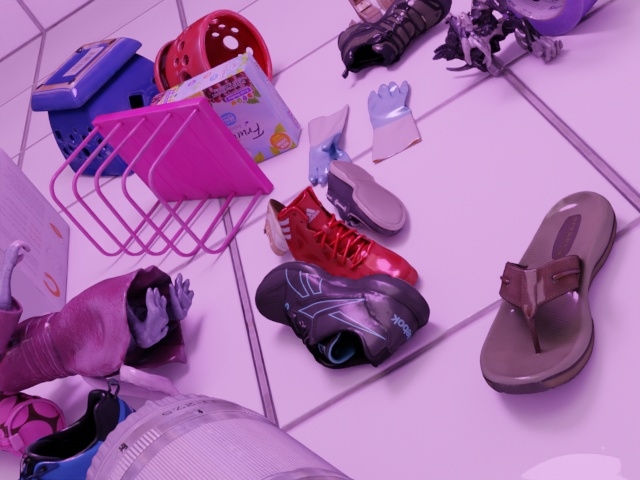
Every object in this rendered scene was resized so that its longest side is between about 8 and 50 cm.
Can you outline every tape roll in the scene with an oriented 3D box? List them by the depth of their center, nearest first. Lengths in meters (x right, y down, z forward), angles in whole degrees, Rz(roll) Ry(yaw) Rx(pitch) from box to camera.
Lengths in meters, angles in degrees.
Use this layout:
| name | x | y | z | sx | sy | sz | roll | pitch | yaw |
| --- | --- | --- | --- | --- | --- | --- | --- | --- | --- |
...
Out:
| name | x | y | z | sx | sy | sz | roll | pitch | yaw |
| --- | --- | --- | --- | --- | --- | --- | --- | --- | --- |
| tape roll | 0.334 | -0.407 | 1.515 | 0.080 | 0.189 | 0.189 | -47 | 32 | -21 |

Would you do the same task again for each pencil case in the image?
| name | x | y | z | sx | sy | sz | roll | pitch | yaw |
| --- | --- | --- | --- | --- | --- | --- | --- | --- | --- |
| pencil case | -0.464 | 0.265 | 1.450 | 0.209 | 0.095 | 0.098 | -5 | 11 | 42 |

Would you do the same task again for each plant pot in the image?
| name | x | y | z | sx | sy | sz | roll | pitch | yaw |
| --- | --- | --- | --- | --- | --- | --- | --- | --- | --- |
| plant pot | -0.217 | -0.332 | 1.965 | 0.174 | 0.191 | 0.191 | -19 | 33 | 39 |
| plant pot | -0.444 | -0.287 | 2.097 | 0.236 | 0.212 | 0.236 | 4 | 48 | 49 |

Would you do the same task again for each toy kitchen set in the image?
| name | x | y | z | sx | sy | sz | roll | pitch | yaw |
| --- | --- | --- | --- | --- | --- | --- | --- | --- | --- |
| toy kitchen set | 0.068 | -0.454 | 1.959 | 0.068 | 0.075 | 0.083 | -35 | 26 | 2 |

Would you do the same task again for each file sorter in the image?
| name | x | y | z | sx | sy | sz | roll | pitch | yaw |
| --- | --- | --- | --- | --- | --- | --- | --- | --- | --- |
| file sorter | -0.272 | -0.087 | 1.655 | 0.290 | 0.202 | 0.182 | -2 | 47 | 44 |

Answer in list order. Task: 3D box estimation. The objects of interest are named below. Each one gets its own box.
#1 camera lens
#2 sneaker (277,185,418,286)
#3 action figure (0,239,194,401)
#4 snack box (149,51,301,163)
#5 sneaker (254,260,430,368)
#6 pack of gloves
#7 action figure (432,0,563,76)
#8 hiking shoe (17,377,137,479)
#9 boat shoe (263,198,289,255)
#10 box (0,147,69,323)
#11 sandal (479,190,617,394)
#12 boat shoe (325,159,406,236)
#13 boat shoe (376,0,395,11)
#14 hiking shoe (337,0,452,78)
| name | x | y | z | sx | sy | sz | roll | pitch | yaw |
| --- | --- | --- | --- | --- | --- | --- | --- | --- | --- |
| camera lens | -0.078 | 0.277 | 0.915 | 0.219 | 0.219 | 0.274 | -45 | 31 | -16 |
| sneaker | 0.018 | 0.005 | 1.290 | 0.221 | 0.128 | 0.087 | 12 | 54 | 45 |
| action figure | -0.360 | 0.157 | 1.413 | 0.370 | 0.248 | 0.276 | -18 | 59 | 9 |
| snack box | -0.166 | -0.206 | 1.740 | 0.207 | 0.174 | 0.070 | -19 | 37 | 24 |
| sneaker | 0.003 | 0.092 | 1.221 | 0.267 | 0.101 | 0.106 | 1 | 48 | 46 |
| pack of gloves | 0.056 | -0.190 | 1.625 | 0.195 | 0.046 | 0.232 | -27 | 31 | 16 |
| action figure | 0.265 | -0.316 | 1.481 | 0.164 | 0.276 | 0.141 | -18 | 64 | -19 |
| hiking shoe | -0.336 | 0.305 | 1.220 | 0.304 | 0.132 | 0.113 | -44 | 31 | -15 |
| boat shoe | -0.065 | -0.021 | 1.500 | 0.045 | 0.050 | 0.135 | -54 | 19 | 16 |
| box | -0.582 | 0.020 | 1.793 | 0.168 | 0.215 | 0.345 | -32 | 29 | 5 |
| sandal | 0.234 | 0.042 | 1.072 | 0.120 | 0.086 | 0.303 | -11 | 38 | 36 |
| boat shoe | 0.060 | -0.047 | 1.424 | 0.206 | 0.075 | 0.065 | 53 | 131 | 55 |
| boat shoe | 0.229 | -0.519 | 1.864 | 0.285 | 0.105 | 0.089 | -36 | 27 | -3 |
| hiking shoe | 0.135 | -0.357 | 1.768 | 0.227 | 0.086 | 0.114 | -26 | 44 | 25 |
